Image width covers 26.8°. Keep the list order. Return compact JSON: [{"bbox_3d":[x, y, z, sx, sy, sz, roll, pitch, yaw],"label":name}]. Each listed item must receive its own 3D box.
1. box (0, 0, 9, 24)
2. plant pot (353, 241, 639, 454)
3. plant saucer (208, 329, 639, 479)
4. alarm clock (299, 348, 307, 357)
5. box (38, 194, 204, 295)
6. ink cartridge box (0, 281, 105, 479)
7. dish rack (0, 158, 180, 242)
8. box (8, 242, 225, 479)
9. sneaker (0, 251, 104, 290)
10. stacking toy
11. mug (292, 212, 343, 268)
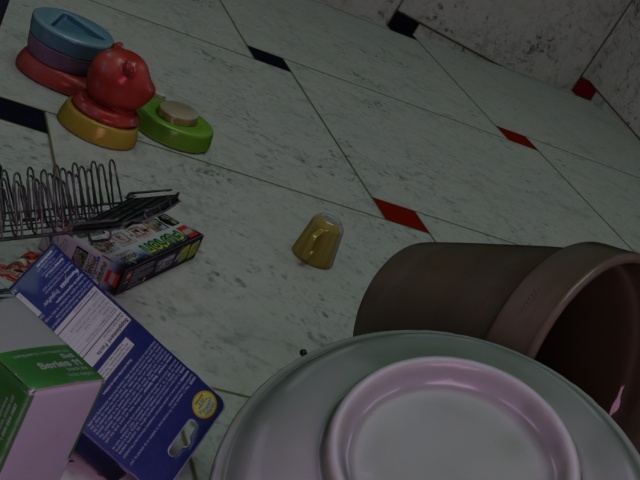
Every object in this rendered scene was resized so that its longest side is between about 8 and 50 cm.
[{"bbox_3d":[-0.575,-0.244,1.436,0.395,0.294,0.212,32,21,15],"label":"box"},{"bbox_3d":[0.196,0.129,1.499,0.280,0.323,0.323,22,13,40],"label":"plant pot"},{"bbox_3d":[0.106,0.208,1.130,0.400,0.101,0.400,4,46,-4],"label":"plant saucer"},{"bbox_3d":[0.010,0.201,1.284,0.064,0.129,0.192,13,23,-34],"label":"alarm clock"},{"bbox_3d":[-0.236,0.000,1.617,0.114,0.036,0.207,31,21,13],"label":"box"},{"bbox_3d":[-0.294,0.116,1.093,0.208,0.153,0.087,38,22,27],"label":"ink cartridge box"},{"bbox_3d":[-0.293,-0.042,1.432,0.271,0.074,0.208,-4,12,12],"label":"dish rack"},{"bbox_3d":[-0.203,0.123,1.224,0.225,0.036,0.136,43,44,-7],"label":"box"},{"bbox_3d":[-0.319,0.060,1.299,0.270,0.090,0.145,20,20,-27],"label":"sneaker"},{"bbox_3d":[-0.295,-0.259,2.050,0.279,0.130,0.309,6,29,-43],"label":"stacking toy"},{"bbox_3d":[0.003,0.000,1.867,0.062,0.064,0.078,20,21,-19],"label":"mug"}]
